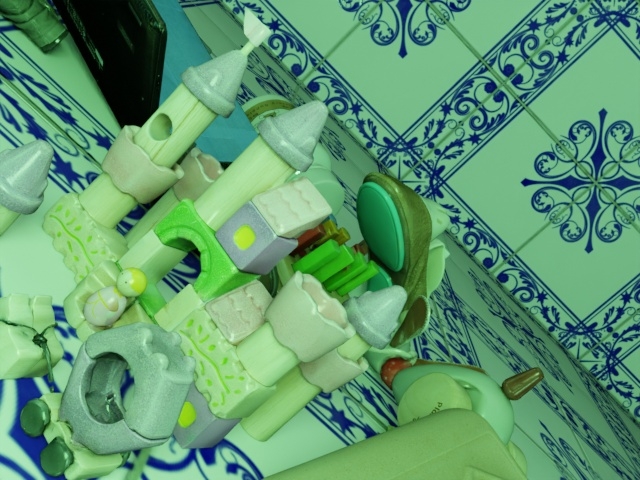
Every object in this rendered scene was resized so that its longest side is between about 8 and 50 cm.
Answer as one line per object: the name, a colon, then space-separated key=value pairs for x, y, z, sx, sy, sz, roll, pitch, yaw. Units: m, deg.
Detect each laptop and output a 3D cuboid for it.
laptop: x=-0.209 y=-0.316 z=1.071 sx=0.382 sy=0.236 sz=0.408 roll=59 pitch=-26 yaw=15

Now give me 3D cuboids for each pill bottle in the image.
pill bottle: x=-0.055 y=-0.130 z=1.359 sx=0.131 sy=0.131 sz=0.229 roll=31 pitch=21 yaw=-50

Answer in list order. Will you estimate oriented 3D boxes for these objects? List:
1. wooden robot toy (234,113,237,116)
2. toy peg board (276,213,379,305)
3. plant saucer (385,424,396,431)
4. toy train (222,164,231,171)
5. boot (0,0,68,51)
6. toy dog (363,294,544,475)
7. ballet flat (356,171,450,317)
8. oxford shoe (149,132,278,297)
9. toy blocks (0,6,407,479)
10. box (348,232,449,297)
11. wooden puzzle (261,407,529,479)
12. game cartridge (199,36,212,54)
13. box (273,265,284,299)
wooden robot toy: x=-0.165 y=-0.172 z=1.261 sx=0.076 sy=0.079 sz=0.173 roll=44 pitch=13 yaw=-10
toy peg board: x=0.000 y=0.000 z=1.096 sx=0.161 sy=0.079 sz=0.160 roll=29 pitch=33 yaw=-54
plant saucer: x=0.116 y=0.299 z=0.815 sx=0.188 sy=0.045 sz=0.188 roll=45 pitch=14 yaw=-5
toy train: x=-0.140 y=-0.108 z=1.286 sx=0.023 sy=0.017 sz=0.083 roll=50 pitch=8 yaw=-37
boot: x=-0.415 y=-0.345 z=1.050 sx=0.246 sy=0.083 sz=0.161 roll=57 pitch=5 yaw=39
toy dog: x=0.156 y=0.157 z=1.010 sx=0.333 sy=0.161 sz=0.220 roll=50 pitch=3 yaw=42
ballet flat: x=0.125 y=0.016 z=1.157 sx=0.116 sy=0.124 sz=0.342 roll=44 pitch=-26 yaw=39
oxford shoe: x=-0.138 y=-0.013 z=0.922 sx=0.227 sy=0.083 sz=0.096 roll=49 pitch=36 yaw=5
toy blocks: x=-0.081 y=-0.011 z=0.647 sx=0.288 sy=0.260 sz=0.309 roll=52 pitch=14 yaw=22
box: x=0.115 y=0.029 z=1.332 sx=0.091 sy=0.170 sz=0.130 roll=46 pitch=13 yaw=-8
wooden puzzle: x=0.129 y=0.307 z=0.643 sx=0.322 sy=0.080 sz=0.348 roll=-1 pitch=47 yaw=-54
game cartridge: x=-0.316 y=-0.414 z=1.564 sx=0.196 sy=0.060 sz=0.294 roll=44 pitch=13 yaw=5
box: x=-0.076 y=-0.007 z=1.082 sx=0.164 sy=0.021 sz=0.201 roll=53 pitch=19 yaw=-7
